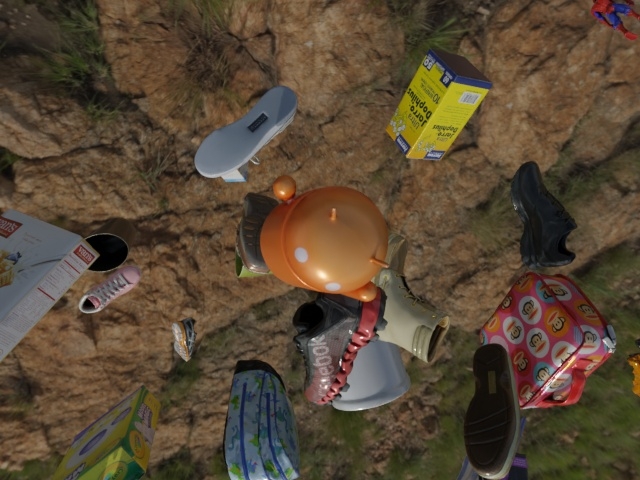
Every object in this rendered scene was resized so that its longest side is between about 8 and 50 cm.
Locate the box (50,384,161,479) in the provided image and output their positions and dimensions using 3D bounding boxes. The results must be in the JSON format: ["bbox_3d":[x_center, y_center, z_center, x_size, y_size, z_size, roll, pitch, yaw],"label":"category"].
[{"bbox_3d":[-0.239,0.240,0.457,0.105,0.179,0.043,-37,104,-11],"label":"box"}]

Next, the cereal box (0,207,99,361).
[{"bbox_3d":[-0.423,0.073,0.517,0.173,0.240,0.047,16,148,25],"label":"cereal box"}]

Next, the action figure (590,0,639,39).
[{"bbox_3d":[0.404,-0.311,0.566,0.030,0.115,0.038,6,137,-12],"label":"action figure"}]

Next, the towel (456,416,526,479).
[{"bbox_3d":[0.419,0.558,1.051,0.034,0.209,0.285,29,147,15],"label":"towel"}]

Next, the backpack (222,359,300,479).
[{"bbox_3d":[-0.184,0.596,1.290,0.274,0.355,0.290,-4,119,14],"label":"backpack"}]

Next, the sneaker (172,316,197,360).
[{"bbox_3d":[-0.534,0.399,1.664,0.083,0.084,0.214,-31,141,-44],"label":"sneaker"}]

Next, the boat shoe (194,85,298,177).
[{"bbox_3d":[-0.219,-0.317,1.280,0.367,0.156,0.136,-44,85,-4],"label":"boat shoe"}]

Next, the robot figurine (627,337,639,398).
[{"bbox_3d":[0.543,0.260,0.552,0.085,0.291,0.211,-25,124,6],"label":"robot figurine"}]

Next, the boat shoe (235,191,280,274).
[{"bbox_3d":[-0.146,-0.004,0.993,0.123,0.324,0.116,20,114,-15],"label":"boat shoe"}]

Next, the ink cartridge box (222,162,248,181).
[{"bbox_3d":[-0.349,-0.299,1.620,0.090,0.143,0.092,1,75,9],"label":"ink cartridge box"}]

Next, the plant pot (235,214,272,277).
[{"bbox_3d":[-0.199,0.031,1.791,0.294,0.274,0.274,5,114,-20],"label":"plant pot"}]

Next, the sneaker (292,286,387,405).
[{"bbox_3d":[0.007,0.174,0.704,0.135,0.097,0.276,18,123,-5],"label":"sneaker"}]

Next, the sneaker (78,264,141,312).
[{"bbox_3d":[-0.434,0.104,0.853,0.134,0.070,0.051,-31,109,-2],"label":"sneaker"}]

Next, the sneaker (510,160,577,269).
[{"bbox_3d":[0.576,-0.066,1.056,0.109,0.130,0.286,-20,98,-33],"label":"sneaker"}]

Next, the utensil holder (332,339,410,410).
[{"bbox_3d":[0.147,0.425,1.662,0.328,0.327,0.385,-17,89,-2],"label":"utensil holder"}]

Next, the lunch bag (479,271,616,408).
[{"bbox_3d":[0.508,0.244,0.950,0.120,0.258,0.293,5,129,-16],"label":"lunch bag"}]

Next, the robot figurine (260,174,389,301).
[{"bbox_3d":[-0.002,-0.001,0.517,0.128,0.219,0.158,-2,89,-23],"label":"robot figurine"}]

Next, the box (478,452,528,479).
[{"bbox_3d":[0.379,0.519,0.847,0.116,0.162,0.029,18,150,-18],"label":"box"}]

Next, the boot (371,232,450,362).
[{"bbox_3d":[0.208,0.127,0.961,0.095,0.204,0.261,14,93,-46],"label":"boot"}]

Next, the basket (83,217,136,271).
[{"bbox_3d":[-0.841,0.004,1.673,0.205,0.227,0.154,-20,114,2],"label":"basket"}]

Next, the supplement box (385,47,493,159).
[{"bbox_3d":[0.445,-0.514,1.607,0.195,0.194,0.356,-3,140,-30],"label":"supplement box"}]

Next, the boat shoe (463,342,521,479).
[{"bbox_3d":[0.243,0.233,0.558,0.068,0.190,0.072,-18,118,39],"label":"boat shoe"}]
